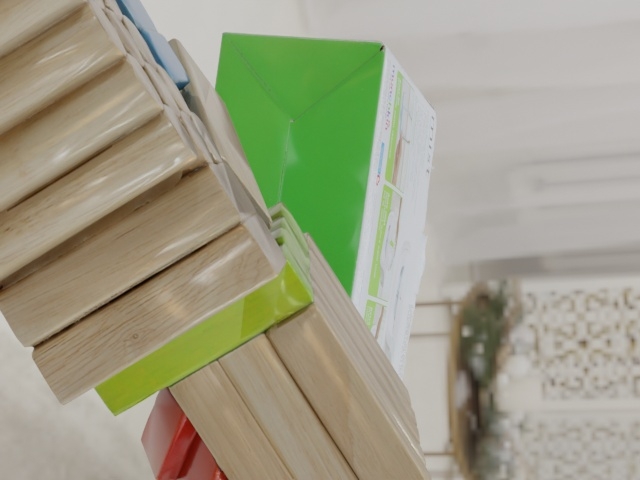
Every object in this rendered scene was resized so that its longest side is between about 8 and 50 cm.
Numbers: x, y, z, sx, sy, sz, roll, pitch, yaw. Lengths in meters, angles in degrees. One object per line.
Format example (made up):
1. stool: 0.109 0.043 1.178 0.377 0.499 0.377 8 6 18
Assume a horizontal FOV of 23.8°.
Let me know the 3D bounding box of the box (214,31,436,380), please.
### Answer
1. box: 0.000 0.000 1.134 0.231 0.126 0.262 24 72 -76

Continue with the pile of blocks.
1. pile of blocks: -0.089 -0.016 0.517 0.362 0.112 0.149 55 7 -36
